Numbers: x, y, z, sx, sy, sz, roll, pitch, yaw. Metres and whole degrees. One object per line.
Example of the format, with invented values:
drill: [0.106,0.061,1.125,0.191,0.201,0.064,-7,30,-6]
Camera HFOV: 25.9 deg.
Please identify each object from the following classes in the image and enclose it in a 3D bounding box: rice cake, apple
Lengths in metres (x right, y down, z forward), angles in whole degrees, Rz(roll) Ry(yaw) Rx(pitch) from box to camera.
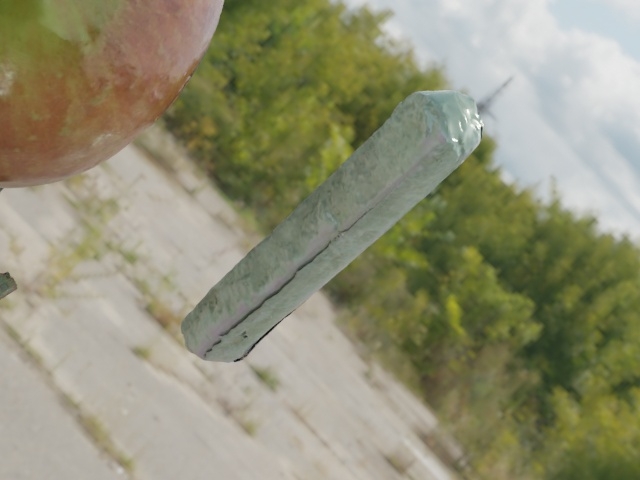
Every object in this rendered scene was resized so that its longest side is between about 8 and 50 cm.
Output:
rice cake: [-0.001,0.000,0.637,0.033,0.207,0.033,0,59,-42]
apple: [-0.213,-0.190,1.061,0.277,0.309,0.250,52,-7,15]

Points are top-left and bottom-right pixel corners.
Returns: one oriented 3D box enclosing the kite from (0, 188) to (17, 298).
kite: [-0.310,0.021,1.161,0.229,0.250,0.012,8,-31,43]
